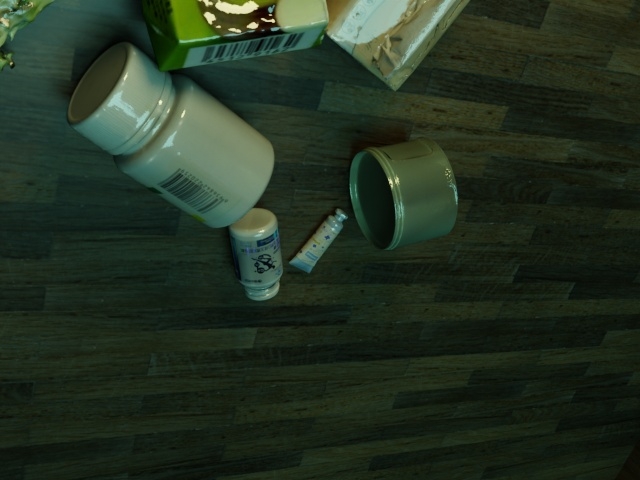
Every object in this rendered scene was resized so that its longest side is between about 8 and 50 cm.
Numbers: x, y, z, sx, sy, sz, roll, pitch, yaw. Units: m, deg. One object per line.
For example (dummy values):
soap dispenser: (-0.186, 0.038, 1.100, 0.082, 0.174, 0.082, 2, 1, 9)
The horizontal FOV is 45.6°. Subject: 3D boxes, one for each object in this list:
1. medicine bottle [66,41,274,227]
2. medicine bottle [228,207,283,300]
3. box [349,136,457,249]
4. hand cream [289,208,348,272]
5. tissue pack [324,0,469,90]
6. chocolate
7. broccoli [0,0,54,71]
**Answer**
medicine bottle: (-0.267, -0.187, 1.382, 0.208, 0.208, 0.339, -48, 128, 8)
medicine bottle: (-0.138, 0.033, 1.661, 0.107, 0.107, 0.192, -17, 127, -17)
box: (0.176, -0.102, 1.660, 0.149, 0.226, 0.226, -14, 126, -20)
hand cream: (0.000, 0.000, 1.757, 0.065, 0.043, 0.171, 28, 110, -32)
tissue pack: (0.164, -0.455, 1.422, 0.238, 0.238, 0.305, 32, 102, -39)
chocolate: (-0.146, -0.449, 1.247, 0.300, 0.137, 0.289, -15, 97, -21)
broccoli: (-0.487, -0.379, 1.199, 0.304, 0.165, 0.145, -38, 100, -17)
